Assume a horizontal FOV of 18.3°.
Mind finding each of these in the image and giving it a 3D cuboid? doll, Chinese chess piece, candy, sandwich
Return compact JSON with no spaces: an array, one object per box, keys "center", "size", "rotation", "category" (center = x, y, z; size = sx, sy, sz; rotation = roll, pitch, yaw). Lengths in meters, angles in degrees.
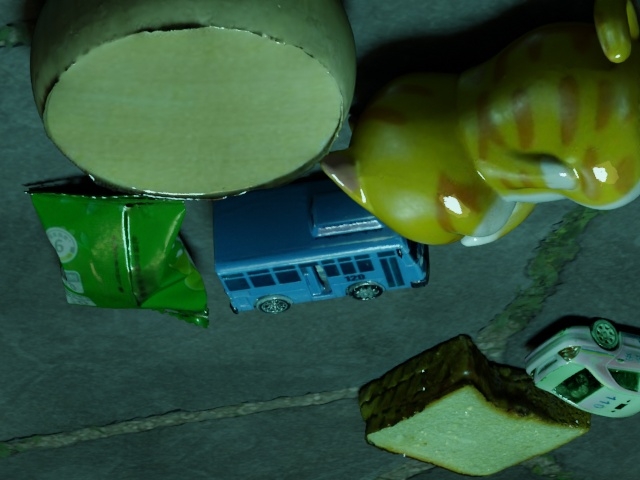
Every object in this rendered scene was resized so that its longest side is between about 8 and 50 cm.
[{"center":[0.151,-0.081,1.583],"size":[0.269,0.162,0.166],"rotation":[-22,-177,18],"category":"doll"},{"center":[-0.096,-0.130,1.517],"size":[0.249,0.103,0.250],"rotation":[-3,150,-2],"category":"Chinese chess piece"},{"center":[-0.177,0.017,1.797],"size":[0.141,0.078,0.203],"rotation":[-7,145,4],"category":"candy"},{"center":[0.165,0.187,2.159],"size":[0.214,0.065,0.186],"rotation":[19,144,-36],"category":"sandwich"}]

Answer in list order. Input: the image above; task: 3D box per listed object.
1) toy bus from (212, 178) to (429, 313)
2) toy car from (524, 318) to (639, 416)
[{"center":[0.000,0.000,1.775],"size":[0.184,0.090,0.106],"rotation":[-9,149,8],"category":"toy bus"},{"center":[0.325,0.144,2.093],"size":[0.224,0.076,0.090],"rotation":[13,145,-28],"category":"toy car"}]
